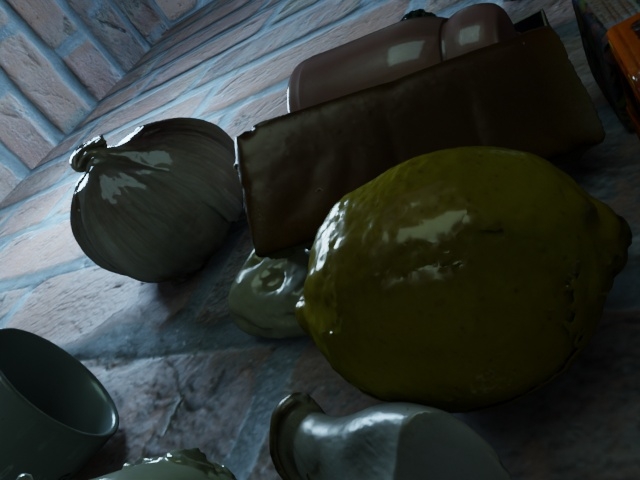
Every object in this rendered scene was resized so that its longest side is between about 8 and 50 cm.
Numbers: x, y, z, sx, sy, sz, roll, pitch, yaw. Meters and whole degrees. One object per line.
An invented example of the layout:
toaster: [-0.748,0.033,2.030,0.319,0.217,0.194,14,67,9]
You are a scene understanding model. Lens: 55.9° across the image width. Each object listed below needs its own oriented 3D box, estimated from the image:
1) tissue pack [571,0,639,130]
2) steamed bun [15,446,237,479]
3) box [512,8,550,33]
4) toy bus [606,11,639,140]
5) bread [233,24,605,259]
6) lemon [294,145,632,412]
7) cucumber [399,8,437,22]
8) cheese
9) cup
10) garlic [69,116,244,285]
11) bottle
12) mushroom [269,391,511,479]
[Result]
tissue pack: [0.321,-0.202,0.641,0.060,0.109,0.148,-20,33,22]
steamed bun: [-0.145,0.289,0.343,0.334,0.233,0.312,-51,31,-19]
box: [0.288,-0.283,0.860,0.079,0.035,0.083,-21,33,27]
toy bus: [0.409,-0.167,0.457,0.329,0.153,0.143,-21,32,26]
bread: [0.091,-0.097,0.630,0.361,0.077,0.138,-18,76,1]
lemon: [0.102,0.029,0.469,0.260,0.204,0.204,-17,35,21]
cucumber: [0.137,-0.301,1.014,0.077,0.077,0.265,-6,45,42]
cheese: [-0.001,-0.001,0.727,0.159,0.093,0.263,-2,47,42]
cup: [-0.390,0.249,0.751,0.234,0.186,0.258,-47,1,0]
garlic: [-0.267,-0.072,0.998,0.321,0.241,0.322,-10,30,6]
bottle: [0.124,-0.206,0.809,0.296,0.173,0.206,-13,7,35]
mushroom: [0.039,0.175,0.454,0.225,0.093,0.116,-20,74,61]
